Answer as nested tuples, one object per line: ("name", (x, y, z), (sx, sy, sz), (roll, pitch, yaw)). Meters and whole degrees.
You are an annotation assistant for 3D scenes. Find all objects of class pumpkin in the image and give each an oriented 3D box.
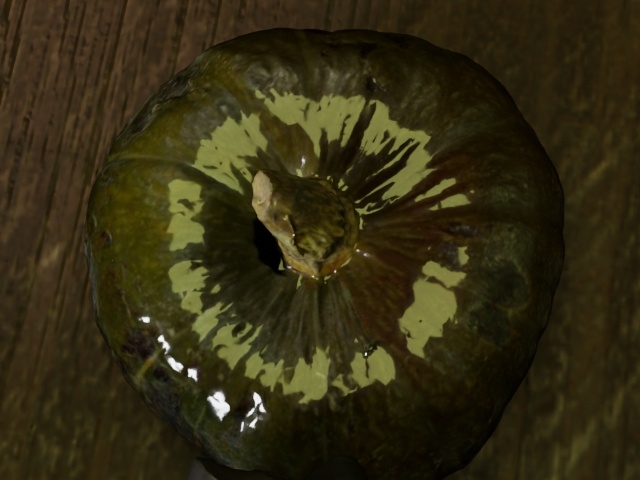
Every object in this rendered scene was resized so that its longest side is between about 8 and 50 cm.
("pumpkin", (0.000, 0.000, 0.577), (0.219, 0.162, 0.218), (-2, 74, 6))

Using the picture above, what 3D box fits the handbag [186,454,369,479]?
("handbag", (0.045, 0.229, 0.489), (0.285, 0.113, 0.257), (17, 92, 9))
